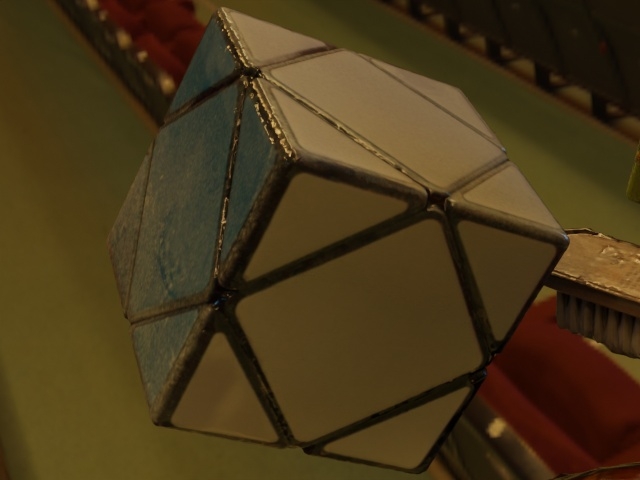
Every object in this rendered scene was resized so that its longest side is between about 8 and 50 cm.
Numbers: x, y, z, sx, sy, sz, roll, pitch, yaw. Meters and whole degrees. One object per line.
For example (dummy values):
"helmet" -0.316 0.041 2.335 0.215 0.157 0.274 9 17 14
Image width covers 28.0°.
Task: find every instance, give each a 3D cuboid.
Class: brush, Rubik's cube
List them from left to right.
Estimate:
"Rubik's cube" 0.000 0.000 0.840 0.207 0.205 0.205 15 28 -25
"brush" 0.282 0.067 0.819 0.327 0.065 0.070 17 35 37

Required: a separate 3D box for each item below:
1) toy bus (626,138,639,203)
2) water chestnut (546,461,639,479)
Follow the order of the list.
"toy bus" 0.242 -0.102 0.770 0.088 0.101 0.175 15 58 11
"water chestnut" 0.248 0.351 1.053 0.335 0.347 0.335 -31 -5 -3
